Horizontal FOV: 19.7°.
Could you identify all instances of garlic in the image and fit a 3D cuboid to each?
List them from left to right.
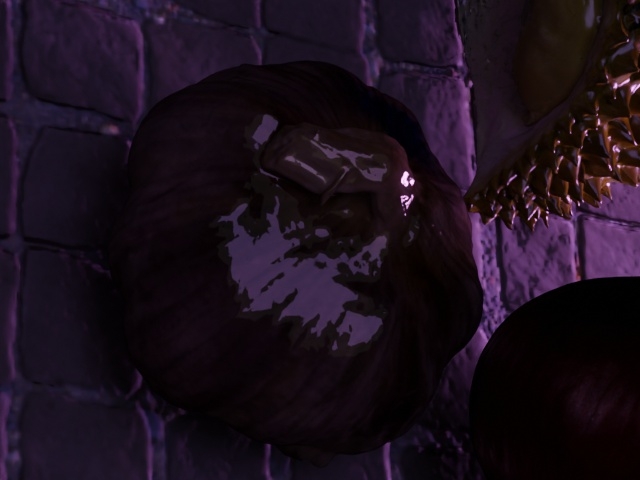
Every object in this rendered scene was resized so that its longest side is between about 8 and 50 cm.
[{"bbox_3d":[0.000,0.000,1.036,0.245,0.160,0.245,22,54,-34],"label":"garlic"}]

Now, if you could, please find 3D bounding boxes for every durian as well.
[{"bbox_3d":[0.173,-0.161,1.247,0.172,0.166,0.306,16,66,-63],"label":"durian"}]

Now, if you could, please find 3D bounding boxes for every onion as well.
[{"bbox_3d":[0.228,0.093,1.089,0.273,0.273,0.285,23,81,-26],"label":"onion"}]
